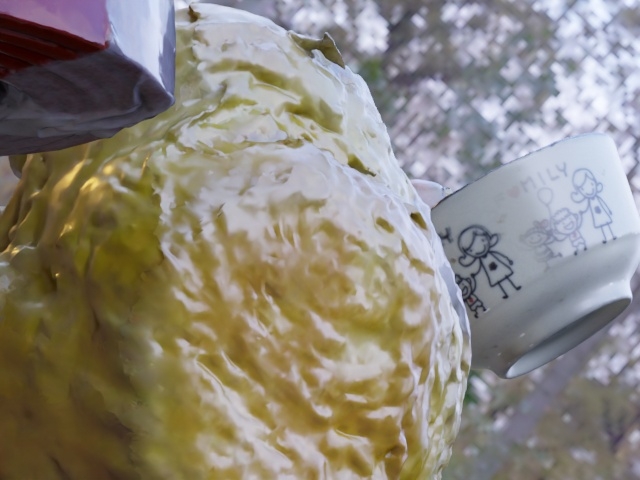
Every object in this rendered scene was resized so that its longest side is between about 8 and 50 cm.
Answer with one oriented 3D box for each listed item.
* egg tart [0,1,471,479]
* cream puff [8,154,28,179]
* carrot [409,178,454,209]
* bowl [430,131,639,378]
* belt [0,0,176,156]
[{"bbox_3d":[-0.031,0.074,0.925,0.339,0.351,0.153,42,-18,-29],"label":"egg tart"},{"bbox_3d":[-0.163,-0.094,1.682,0.185,0.282,0.282,63,-17,-15],"label":"cream puff"},{"bbox_3d":[0.000,0.000,1.618,0.062,0.271,0.066,68,5,-77],"label":"carrot"},{"bbox_3d":[0.168,0.027,1.392,0.126,0.238,0.238,58,-7,16],"label":"bowl"},{"bbox_3d":[-0.212,-0.114,0.753,0.324,0.115,0.227,3,-14,-20],"label":"belt"}]
